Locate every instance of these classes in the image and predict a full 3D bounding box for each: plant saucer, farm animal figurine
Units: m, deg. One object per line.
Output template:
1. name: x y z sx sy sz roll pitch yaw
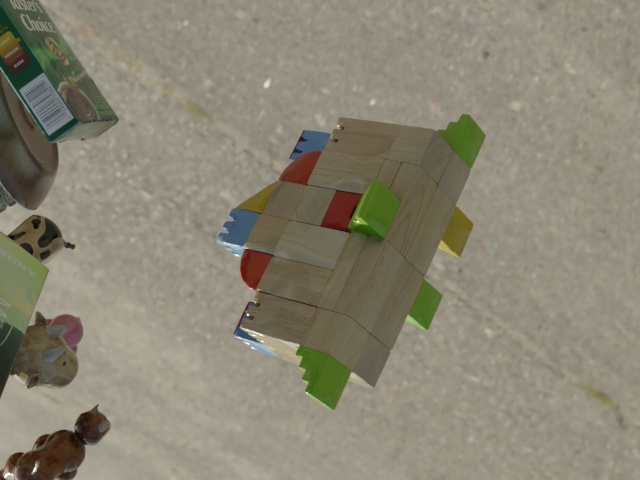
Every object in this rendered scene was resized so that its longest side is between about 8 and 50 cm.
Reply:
1. plant saucer: -0.321 -0.130 1.286 0.036 0.199 0.198 -19 141 6
2. farm animal figurine: -0.353 0.106 1.302 0.326 0.330 0.172 7 144 -44

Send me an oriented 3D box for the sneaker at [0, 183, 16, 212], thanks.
1. sneaker: -0.461 -0.073 1.511 0.129 0.297 0.111 52 166 9

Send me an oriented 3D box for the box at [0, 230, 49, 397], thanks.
1. box: -0.302 0.159 0.815 0.058 0.322 0.232 40 117 -23

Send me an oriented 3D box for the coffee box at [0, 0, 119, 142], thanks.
1. coffee box: -0.273 -0.179 1.164 0.184 0.040 0.113 56 -168 1

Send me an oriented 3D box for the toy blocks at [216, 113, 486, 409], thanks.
1. toy blocks: 0.000 0.000 1.463 0.261 0.381 0.191 12 160 41
